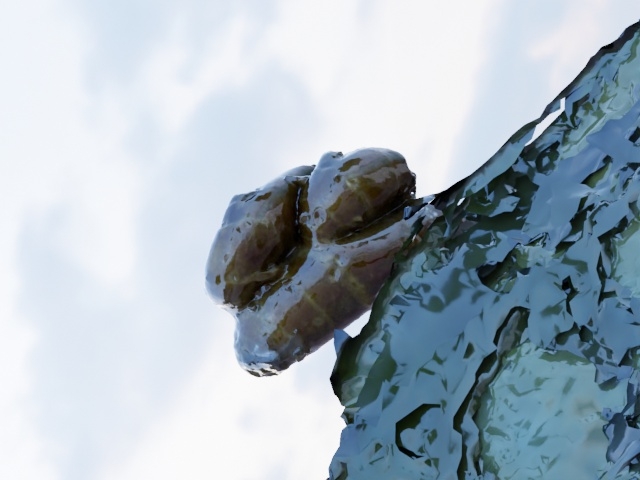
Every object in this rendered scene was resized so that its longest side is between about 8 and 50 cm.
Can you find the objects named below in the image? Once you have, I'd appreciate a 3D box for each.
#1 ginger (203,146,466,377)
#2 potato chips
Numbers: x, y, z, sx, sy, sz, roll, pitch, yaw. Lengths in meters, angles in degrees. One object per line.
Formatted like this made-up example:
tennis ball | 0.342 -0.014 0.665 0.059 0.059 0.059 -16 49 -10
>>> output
ginger | 0.000 0.000 1.072 0.162 0.103 0.073 -35 6 -1
potato chips | 0.090 0.007 0.310 0.029 0.220 0.202 36 -127 -36
